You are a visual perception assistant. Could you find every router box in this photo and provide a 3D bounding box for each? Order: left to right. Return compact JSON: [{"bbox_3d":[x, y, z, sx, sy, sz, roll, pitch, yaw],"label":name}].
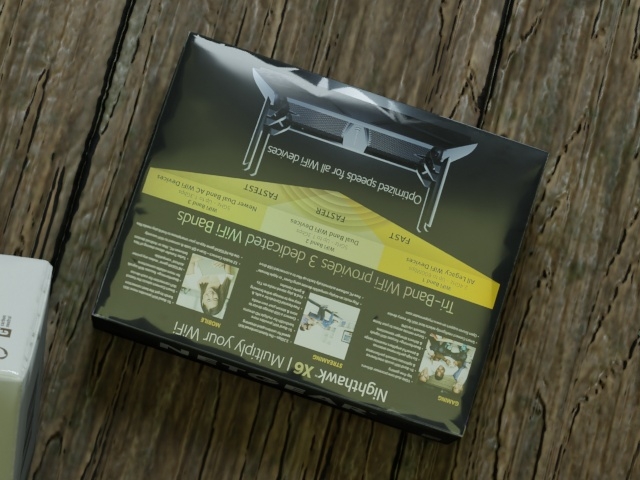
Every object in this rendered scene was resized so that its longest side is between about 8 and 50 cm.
[{"bbox_3d":[0.000,0.000,1.596,0.308,0.081,0.243,19,78,-2],"label":"router box"}]

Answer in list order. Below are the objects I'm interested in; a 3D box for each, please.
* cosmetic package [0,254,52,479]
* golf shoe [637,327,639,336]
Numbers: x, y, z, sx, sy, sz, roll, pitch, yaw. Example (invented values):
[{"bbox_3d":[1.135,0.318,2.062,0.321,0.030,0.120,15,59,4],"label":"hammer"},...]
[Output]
[{"bbox_3d":[-0.393,0.105,1.462,0.365,0.155,0.197,10,124,-4],"label":"cosmetic package"},{"bbox_3d":[0.394,0.047,1.618,0.272,0.105,0.120,-24,90,-9],"label":"golf shoe"}]
